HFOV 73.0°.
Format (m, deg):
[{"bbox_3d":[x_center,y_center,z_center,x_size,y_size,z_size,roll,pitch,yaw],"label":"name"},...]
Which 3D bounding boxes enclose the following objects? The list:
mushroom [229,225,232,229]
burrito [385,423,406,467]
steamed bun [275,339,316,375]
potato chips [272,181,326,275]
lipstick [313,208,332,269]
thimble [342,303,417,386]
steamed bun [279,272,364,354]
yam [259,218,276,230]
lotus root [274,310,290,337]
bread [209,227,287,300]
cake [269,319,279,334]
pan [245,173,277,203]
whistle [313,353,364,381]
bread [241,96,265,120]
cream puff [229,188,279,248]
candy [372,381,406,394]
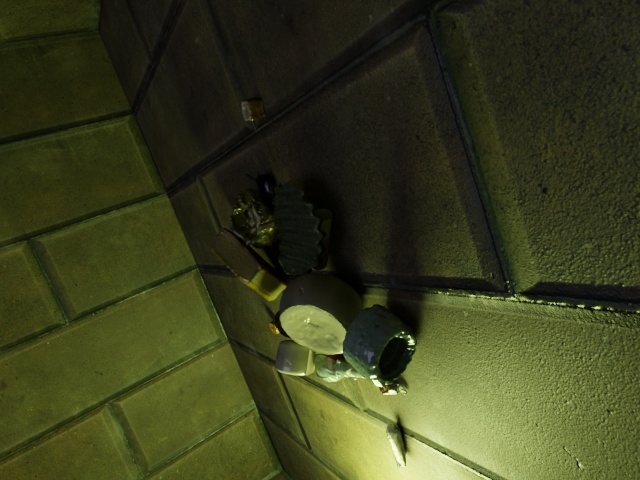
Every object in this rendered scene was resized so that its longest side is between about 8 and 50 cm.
[{"bbox_3d":[-0.442,-0.076,2.291,0.085,0.079,0.085,38,139,43],"label":"mushroom"},{"bbox_3d":[0.310,0.828,1.752,0.064,0.064,0.202,13,125,56],"label":"burrito"},{"bbox_3d":[-0.113,0.522,1.929,0.241,0.164,0.146,53,-134,-74],"label":"steamed bun"},{"bbox_3d":[-0.096,-0.040,1.611,0.429,0.070,0.357,3,106,64],"label":"potato chips"},{"bbox_3d":[0.000,0.000,1.607,0.070,0.070,0.254,44,146,34],"label":"lipstick"},{"bbox_3d":[0.194,0.339,1.403,0.172,0.205,0.249,34,121,44],"label":"thimble"},{"bbox_3d":[0.010,0.257,1.597,0.325,0.206,0.324,14,135,15],"label":"steamed bun"},{"bbox_3d":[-0.190,-0.075,1.826,0.032,0.146,0.032,-16,-90,-74],"label":"yam"},{"bbox_3d":[-0.087,0.374,1.947,0.291,0.193,0.193,-15,99,59],"label":"lotus root"},{"bbox_3d":[-0.338,0.118,2.063,0.324,0.143,0.333,39,173,24],"label":"bread"},{"bbox_3d":[-0.255,0.493,2.463,0.084,0.044,0.084,39,143,37],"label":"cake"},{"bbox_3d":[-0.241,-0.252,1.840,0.201,0.048,0.128,54,149,17],"label":"pan"},{"bbox_3d":[0.083,0.546,1.863,0.346,0.134,0.142,-17,94,52],"label":"whistle"},{"bbox_3d":[-0.262,-0.502,1.655,0.077,0.070,0.083,23,128,50],"label":"bread"},{"bbox_3d":[-0.311,-0.088,1.951,0.282,0.185,0.281,43,146,40],"label":"cream puff"},{"bbox_3d":[0.257,0.560,1.641,0.053,0.047,0.182,63,150,1],"label":"candy"}]
